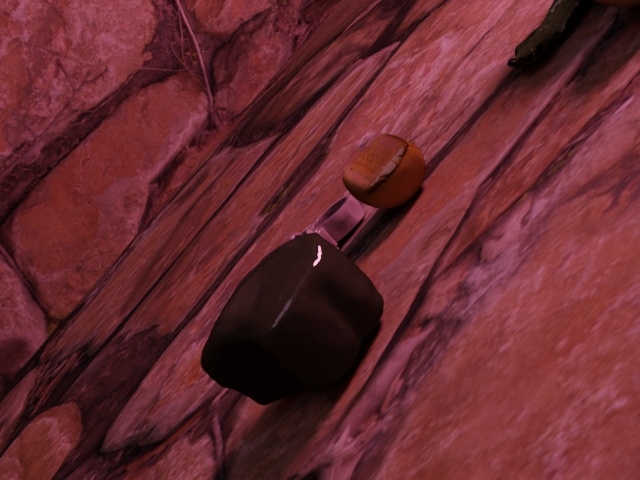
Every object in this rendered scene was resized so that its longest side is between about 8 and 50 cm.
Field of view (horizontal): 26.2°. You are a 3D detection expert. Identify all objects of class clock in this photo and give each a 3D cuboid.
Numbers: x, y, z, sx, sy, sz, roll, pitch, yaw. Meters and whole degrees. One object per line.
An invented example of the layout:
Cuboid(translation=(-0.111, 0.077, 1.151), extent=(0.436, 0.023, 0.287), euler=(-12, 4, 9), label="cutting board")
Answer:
Cuboid(translation=(0.000, 0.000, 1.523), extent=(0.087, 0.041, 0.129), euler=(-35, 13, 36), label="clock")

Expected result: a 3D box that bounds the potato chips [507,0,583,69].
Cuboid(translation=(0.254, -0.250, 1.441), extent=(0.207, 0.028, 0.092), euler=(-55, 15, -26), label="potato chips")

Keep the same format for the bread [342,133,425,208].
Cuboid(translation=(0.072, -0.068, 1.447), extent=(0.082, 0.056, 0.115), euler=(-50, 19, -6), label="bread")

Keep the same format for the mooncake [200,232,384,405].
Cuboid(translation=(-0.027, 0.081, 1.219), extent=(0.168, 0.104, 0.175), euler=(-44, 15, 4), label="mooncake")

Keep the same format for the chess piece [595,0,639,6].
Cuboid(translation=(0.311, -0.350, 1.214), extent=(0.300, 0.167, 0.167), euler=(-58, 10, 12), label="chess piece")
